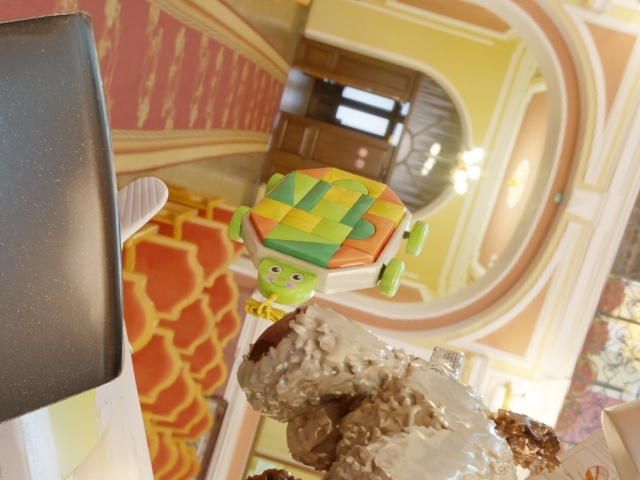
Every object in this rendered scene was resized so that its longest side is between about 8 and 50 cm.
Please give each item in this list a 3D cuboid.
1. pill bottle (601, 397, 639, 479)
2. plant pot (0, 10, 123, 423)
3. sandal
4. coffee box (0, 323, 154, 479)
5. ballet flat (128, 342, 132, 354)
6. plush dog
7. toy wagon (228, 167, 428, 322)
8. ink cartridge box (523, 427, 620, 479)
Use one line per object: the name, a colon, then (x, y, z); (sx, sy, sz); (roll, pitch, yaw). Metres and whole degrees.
pill bottle: (0.323, 0.132, 0.473); (0.131, 0.229, 0.131); (-19, 90, -81)
plant pot: (-0.195, 0.009, 0.355); (0.187, 0.188, 0.167); (-8, -82, 65)
sandal: (-0.366, -0.004, 1.209); (0.265, 0.102, 0.076); (-34, 155, -6)
coffee box: (-0.359, 0.173, 0.614); (0.334, 0.338, 0.338); (96, -19, -83)
ballet flat: (-0.421, 0.152, 1.199); (0.241, 0.091, 0.077); (30, 35, -52)
plush dog: (0.037, 0.204, 0.496); (0.225, 0.210, 0.262); (-64, -153, 17)
toy wagon: (0.000, 0.000, 1.041); (0.344, 0.267, 0.068); (-50, 154, -51)
ink cartridge box: (0.468, 0.336, 0.858); (0.091, 0.385, 0.308); (64, -8, -26)
